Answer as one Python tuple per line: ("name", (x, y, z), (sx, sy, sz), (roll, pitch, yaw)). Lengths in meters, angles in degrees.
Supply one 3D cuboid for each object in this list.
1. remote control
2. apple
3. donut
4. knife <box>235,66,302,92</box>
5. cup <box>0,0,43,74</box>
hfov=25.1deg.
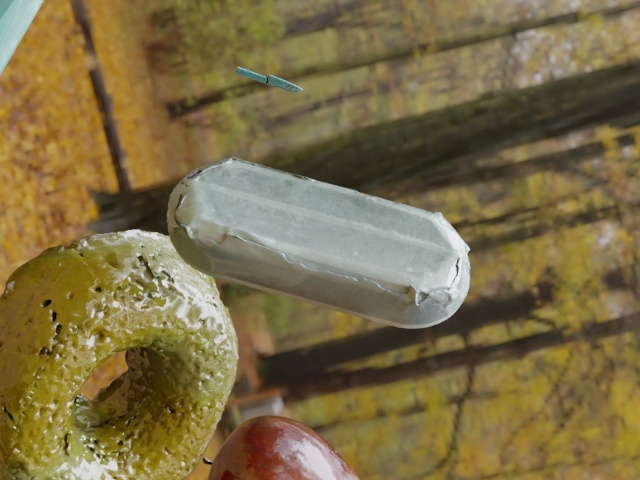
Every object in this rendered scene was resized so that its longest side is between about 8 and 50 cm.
("remote control", (0.000, 0.000, 1.141), (0.052, 0.247, 0.104), (103, 2, -55))
("apple", (-0.064, 0.358, 2.029), (0.234, 0.234, 0.234), (166, -90, -88))
("donut", (-0.182, 0.125, 1.226), (0.107, 0.272, 0.272), (41, -26, 41))
("knife", (-0.067, -0.209, 1.871), (0.005, 0.091, 0.014), (-75, -175, -70))
("cup", (-0.409, -0.181, 1.502), (0.148, 0.235, 0.134), (31, 4, 37))
